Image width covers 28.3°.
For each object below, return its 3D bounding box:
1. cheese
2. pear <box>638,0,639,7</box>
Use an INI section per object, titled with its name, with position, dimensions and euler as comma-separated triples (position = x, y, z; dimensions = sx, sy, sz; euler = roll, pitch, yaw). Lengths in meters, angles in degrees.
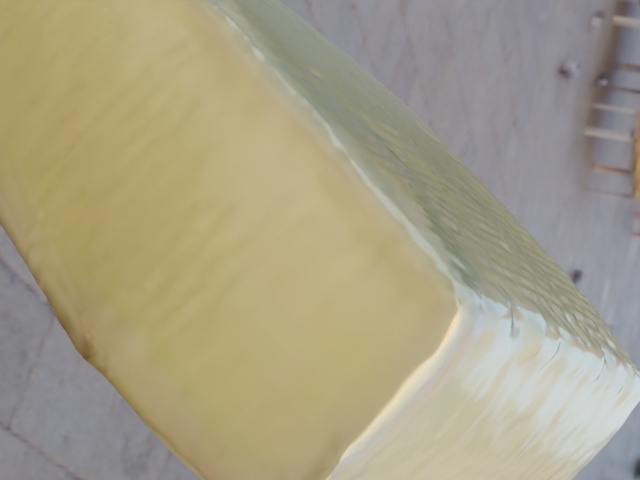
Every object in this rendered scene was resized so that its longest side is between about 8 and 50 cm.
[cheese]
position = 0.000, 0.000, 0.523
dimensions = 0.124, 0.242, 0.265
euler = -41, 155, 12
[pear]
position = 0.245, -0.156, 0.766
dimensions = 0.131, 0.107, 0.107
euler = -118, -143, -84
